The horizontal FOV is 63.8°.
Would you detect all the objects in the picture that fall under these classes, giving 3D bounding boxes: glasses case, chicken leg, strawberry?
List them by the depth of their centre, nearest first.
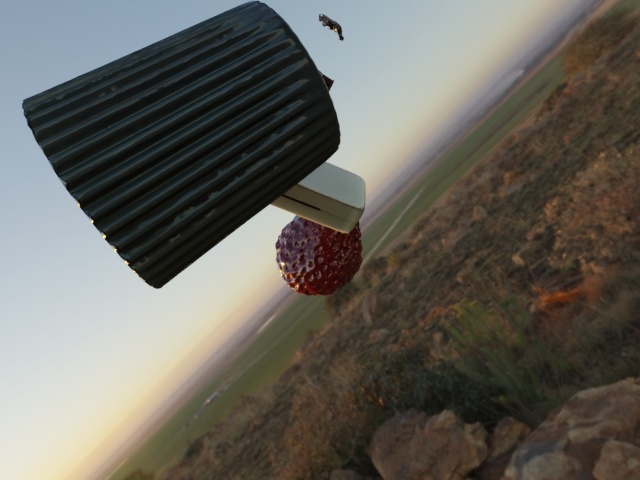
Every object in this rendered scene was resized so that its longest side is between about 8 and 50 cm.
[{"bbox_3d":[-0.064,-0.124,1.015,0.131,0.313,0.070,-84,19,-52],"label":"glasses case"},{"bbox_3d":[0.030,-0.510,1.223,0.036,0.083,0.021,-51,4,-40],"label":"chicken leg"},{"bbox_3d":[-0.008,0.006,1.599,0.292,0.310,0.292,-12,17,4],"label":"strawberry"}]

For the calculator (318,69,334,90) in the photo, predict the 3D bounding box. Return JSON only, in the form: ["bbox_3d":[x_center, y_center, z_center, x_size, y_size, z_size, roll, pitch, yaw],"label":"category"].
[{"bbox_3d":[-0.030,-0.365,1.279,0.126,0.034,0.190,-59,-16,14],"label":"calculator"}]

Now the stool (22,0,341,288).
[{"bbox_3d":[-0.172,-0.143,0.727,0.330,0.297,0.297,-34,-2,-11],"label":"stool"}]
